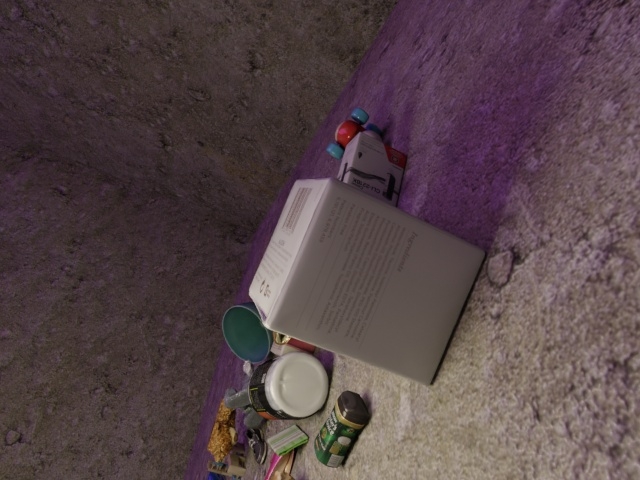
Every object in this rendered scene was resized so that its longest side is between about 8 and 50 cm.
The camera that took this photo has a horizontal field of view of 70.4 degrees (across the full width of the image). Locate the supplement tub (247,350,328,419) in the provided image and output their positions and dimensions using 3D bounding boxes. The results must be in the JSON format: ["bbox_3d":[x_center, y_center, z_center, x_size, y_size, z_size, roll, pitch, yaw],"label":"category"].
[{"bbox_3d":[-0.126,0.499,1.540,0.338,0.206,0.207,-39,32,59],"label":"supplement tub"}]

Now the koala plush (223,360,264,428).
[{"bbox_3d":[-0.272,0.625,1.916,0.203,0.196,0.221,-36,18,6],"label":"koala plush"}]

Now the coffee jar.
[{"bbox_3d":[0.054,0.491,1.189,0.185,0.078,0.096,-63,16,13],"label":"coffee jar"}]

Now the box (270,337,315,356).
[{"bbox_3d":[-0.082,0.345,1.754,0.148,0.126,0.233,-14,55,68],"label":"box"}]

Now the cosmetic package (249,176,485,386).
[{"bbox_3d":[0.086,0.078,1.066,0.328,0.393,0.329,-67,15,0],"label":"cosmetic package"}]

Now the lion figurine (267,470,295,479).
[{"bbox_3d":[-0.050,0.730,1.163,0.392,0.142,0.240,-27,33,46],"label":"lion figurine"}]

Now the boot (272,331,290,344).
[{"bbox_3d":[-0.131,0.227,1.702,0.269,0.089,0.237,-128,52,-70],"label":"boot"}]

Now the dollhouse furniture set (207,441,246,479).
[{"bbox_3d":[-0.411,0.977,1.972,0.130,0.128,0.183,-66,16,4],"label":"dollhouse furniture set"}]

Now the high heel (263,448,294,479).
[{"bbox_3d":[-0.133,0.774,1.445,0.117,0.082,0.244,-49,17,41],"label":"high heel"}]

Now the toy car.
[{"bbox_3d":[0.189,-0.385,1.851,0.219,0.210,0.238,-54,44,0],"label":"toy car"}]

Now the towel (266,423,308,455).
[{"bbox_3d":[-0.109,0.658,1.490,0.023,0.113,0.152,69,160,-3],"label":"towel"}]

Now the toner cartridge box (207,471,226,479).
[{"bbox_3d":[-0.458,1.157,1.980,0.347,0.075,0.165,-21,47,69],"label":"toner cartridge box"}]

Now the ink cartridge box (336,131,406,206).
[{"bbox_3d":[0.165,-0.200,1.554,0.114,0.196,0.273,-35,36,62],"label":"ink cartridge box"}]

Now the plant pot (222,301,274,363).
[{"bbox_3d":[-0.304,0.418,2.204,0.195,0.290,0.290,-27,-26,-55],"label":"plant pot"}]

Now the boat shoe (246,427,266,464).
[{"bbox_3d":[-0.262,0.819,1.813,0.075,0.064,0.206,-67,16,2],"label":"boat shoe"}]

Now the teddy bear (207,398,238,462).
[{"bbox_3d":[-0.398,0.786,1.917,0.338,0.112,0.246,130,155,-72],"label":"teddy bear"}]
